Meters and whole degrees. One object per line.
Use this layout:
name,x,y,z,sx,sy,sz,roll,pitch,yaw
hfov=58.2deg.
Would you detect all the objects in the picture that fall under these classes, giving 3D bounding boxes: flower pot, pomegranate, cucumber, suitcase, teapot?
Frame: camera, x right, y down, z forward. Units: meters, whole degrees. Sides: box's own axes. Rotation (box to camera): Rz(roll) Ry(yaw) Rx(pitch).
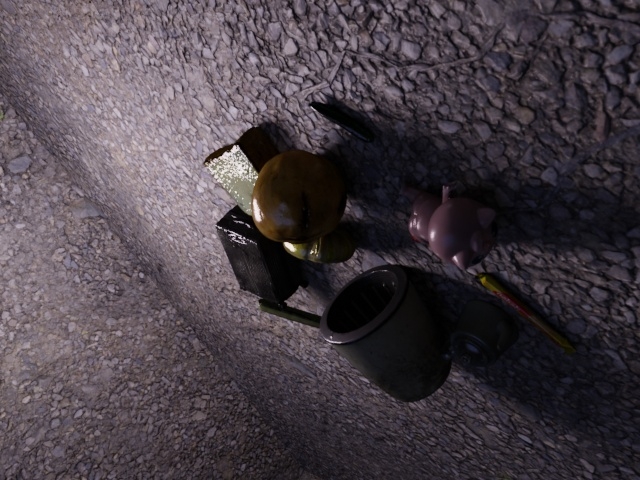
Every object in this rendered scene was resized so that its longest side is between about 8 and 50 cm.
flower pot,0.208,0.278,1.655,0.294,0.293,0.330,-5,132,53
pomegranate,-0.058,-0.108,1.499,0.261,0.260,0.260,31,147,22
cucumber,0.052,-0.285,1.366,0.184,0.033,0.036,35,124,15
suitcase,-0.202,0.049,1.983,0.230,0.152,0.334,20,140,35
teapot,0.407,0.267,1.510,0.162,0.149,0.239,48,149,-9

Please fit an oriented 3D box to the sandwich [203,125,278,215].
sandwich,-0.202,-0.193,1.729,0.249,0.095,0.273,53,150,-15

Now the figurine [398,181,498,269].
figurine,0.293,-0.040,1.300,0.186,0.176,0.287,13,-174,-31

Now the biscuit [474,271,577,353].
biscuit,0.501,0.175,1.404,0.292,0.026,0.048,41,169,7

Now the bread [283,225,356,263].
bread,0.000,0.000,1.658,0.213,0.213,0.104,15,102,41

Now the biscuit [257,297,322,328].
biscuit,-0.071,0.270,2.040,0.323,0.038,0.099,16,-173,-2
